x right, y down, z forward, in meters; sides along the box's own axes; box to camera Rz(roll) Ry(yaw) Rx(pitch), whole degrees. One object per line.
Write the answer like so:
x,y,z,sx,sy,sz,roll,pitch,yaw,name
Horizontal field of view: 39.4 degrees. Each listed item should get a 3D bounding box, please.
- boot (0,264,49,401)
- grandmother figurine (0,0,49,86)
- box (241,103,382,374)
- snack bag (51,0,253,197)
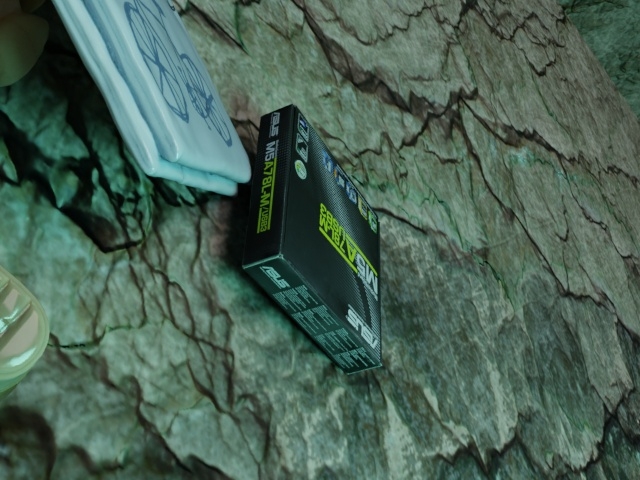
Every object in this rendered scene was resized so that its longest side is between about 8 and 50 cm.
-0.231,-0.019,0.376,0.248,0.207,0.090,53,56,-17,boot
-0.308,-0.238,0.514,0.342,0.104,0.208,37,31,-42,grandmother figurine
0.000,0.000,0.835,0.191,0.045,0.184,51,29,-41,box
-0.152,-0.193,0.664,0.323,0.037,0.343,-24,88,-85,snack bag
